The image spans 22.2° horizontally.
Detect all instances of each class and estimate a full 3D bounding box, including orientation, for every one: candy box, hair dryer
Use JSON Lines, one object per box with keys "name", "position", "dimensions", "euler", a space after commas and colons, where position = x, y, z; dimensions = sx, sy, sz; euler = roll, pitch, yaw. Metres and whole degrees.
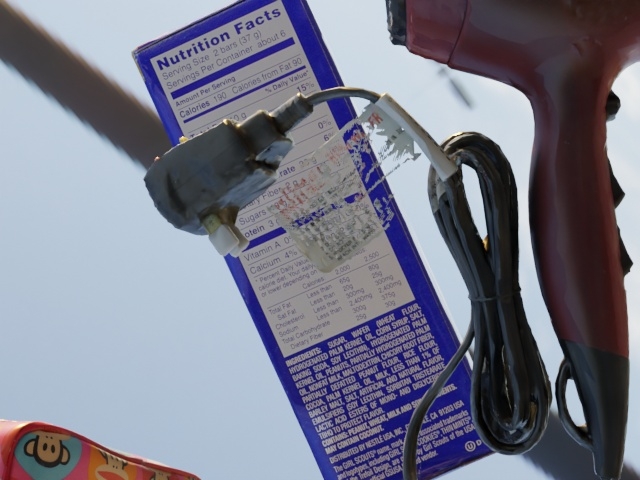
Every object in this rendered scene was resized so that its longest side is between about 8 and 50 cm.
{"name": "candy box", "position": [0.000, 0.000, 1.099], "dimensions": [0.268, 0.122, 0.317], "euler": [-42, -71, -88]}
{"name": "hair dryer", "position": [0.098, -0.041, 0.667], "dimensions": [0.223, 0.293, 0.080], "euler": [46, -177, -6]}

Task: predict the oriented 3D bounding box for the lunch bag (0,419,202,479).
{"name": "lunch bag", "position": [-0.212, 0.290, 1.312], "dimensions": [0.293, 0.120, 0.258], "euler": [35, -120, -54]}
